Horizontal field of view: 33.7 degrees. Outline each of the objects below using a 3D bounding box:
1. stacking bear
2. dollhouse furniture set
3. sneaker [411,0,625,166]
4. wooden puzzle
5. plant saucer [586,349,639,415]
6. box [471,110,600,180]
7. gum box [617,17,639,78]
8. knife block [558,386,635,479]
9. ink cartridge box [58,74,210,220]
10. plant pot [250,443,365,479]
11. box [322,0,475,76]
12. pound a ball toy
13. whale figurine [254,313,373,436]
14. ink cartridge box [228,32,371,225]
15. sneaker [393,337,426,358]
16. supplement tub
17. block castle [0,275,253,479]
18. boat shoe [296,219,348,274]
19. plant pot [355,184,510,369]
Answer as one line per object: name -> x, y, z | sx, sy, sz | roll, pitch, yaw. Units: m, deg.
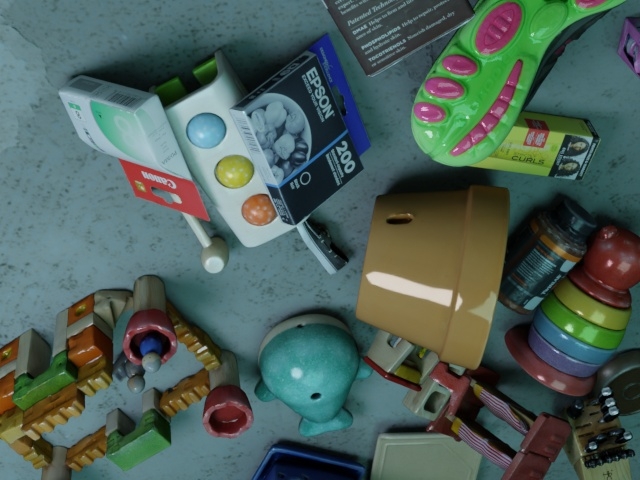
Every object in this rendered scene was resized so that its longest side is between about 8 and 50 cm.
stacking bear -> 0.463, 0.107, 1.821 | 0.175, 0.164, 0.289 | 22, 111, -6
dollhouse furniture set -> 0.240, 0.296, 1.810 | 0.374, 0.201, 0.152 | 26, 96, -44
sneaker -> 0.291, -0.318, 1.493 | 0.185, 0.202, 0.483 | 43, 94, -6
wooden puzzle -> 0.205, 0.449, 2.089 | 0.220, 0.044, 0.239 | 0, 129, -10
plant saucer -> 0.598, 0.283, 2.040 | 0.168, 0.029, 0.168 | -6, 128, -8
box -> 0.315, -0.156, 1.667 | 0.232, 0.058, 0.087 | 7, 126, -15
gum box -> 0.548, -0.285, 1.587 | 0.188, 0.107, 0.062 | -1, 125, -9
knife block -> 0.490, 0.326, 1.927 | 0.088, 0.276, 0.242 | -15, 115, 1
ink cartridge box -> -0.268, -0.121, 1.526 | 0.056, 0.181, 0.225 | -42, 132, -31
plant pot -> -0.034, 0.529, 1.995 | 0.236, 0.212, 0.236 | 16, 121, -20
box -> 0.076, -0.367, 1.410 | 0.167, 0.168, 0.203 | -28, 124, 11
pound a ball toy -> -0.154, -0.091, 1.586 | 0.208, 0.136, 0.319 | -26, 124, 9
whale figurine -> -0.008, 0.260, 1.853 | 0.216, 0.141, 0.272 | -12, 126, -2
ink cartridge box -> -0.013, -0.161, 1.542 | 0.208, 0.045, 0.206 | -42, 126, -25
sneaker -> 0.179, 0.161, 1.863 | 0.064, 0.067, 0.175 | 9, 121, -14
supplement tub -> 0.373, 0.025, 1.776 | 0.106, 0.106, 0.198 | 26, 117, -25
block castle -> -0.371, 0.293, 1.771 | 0.453, 0.213, 0.303 | -30, 124, 12
boat shoe -> 0.000, 0.000, 1.733 | 0.040, 0.049, 0.142 | -32, 131, 6
plant pot -> 0.170, 0.044, 1.665 | 0.203, 0.291, 0.291 | 10, 124, 3
